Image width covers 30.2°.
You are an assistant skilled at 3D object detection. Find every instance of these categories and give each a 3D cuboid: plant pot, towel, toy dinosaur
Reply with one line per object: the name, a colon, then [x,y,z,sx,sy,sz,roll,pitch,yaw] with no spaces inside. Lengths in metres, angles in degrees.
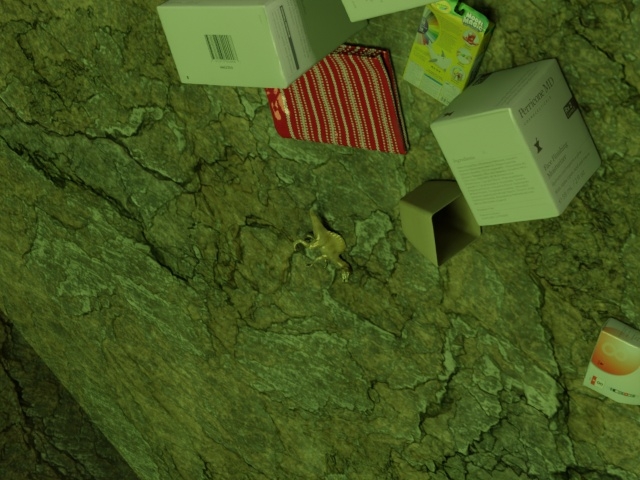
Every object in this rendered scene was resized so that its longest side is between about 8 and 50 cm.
plant pot: [0.192,-0.040,1.975,0.096,0.109,0.109,28,141,42]
towel: [0.015,-0.243,2.008,0.274,0.031,0.199,12,132,35]
toy dinosaur: [0.000,0.000,2.237,0.092,0.053,0.183,-11,124,30]

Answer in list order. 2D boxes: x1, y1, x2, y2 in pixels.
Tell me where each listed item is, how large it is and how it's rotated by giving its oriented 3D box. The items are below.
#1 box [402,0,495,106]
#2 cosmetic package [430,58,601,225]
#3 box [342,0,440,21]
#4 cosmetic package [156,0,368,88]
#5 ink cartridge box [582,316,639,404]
box: [0.194,-0.293,1.789,0.105,0.043,0.179,35,143,14]
cosmetic package: [0.288,-0.142,1.748,0.151,0.151,0.184,-7,120,45]
box: [0.166,-0.448,1.573,0.345,0.168,0.215,-4,121,45]
cosmetic package: [-0.088,-0.350,1.847,0.224,0.224,0.138,8,126,37]
ink cartridge box: [0.529,0.223,1.944,0.179,0.045,0.145,30,140,23]
